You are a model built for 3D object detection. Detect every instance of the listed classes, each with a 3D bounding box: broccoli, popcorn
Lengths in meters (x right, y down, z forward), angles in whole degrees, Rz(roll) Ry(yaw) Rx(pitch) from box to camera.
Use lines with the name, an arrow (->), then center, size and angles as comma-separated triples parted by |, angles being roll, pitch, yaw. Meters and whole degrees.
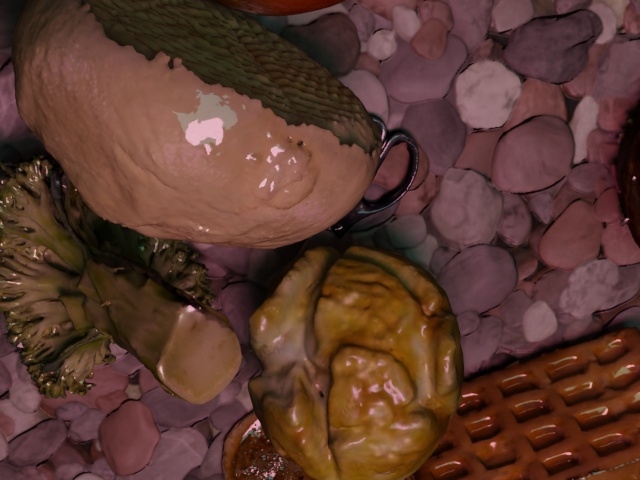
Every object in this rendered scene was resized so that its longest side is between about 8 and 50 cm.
broccoli -> -0.178, 0.071, 1.531 | 0.221, 0.361, 0.252 | -34, 137, -18
popcorn -> 0.041, 0.144, 1.663 | 0.226, 0.276, 0.276 | 14, 111, 12

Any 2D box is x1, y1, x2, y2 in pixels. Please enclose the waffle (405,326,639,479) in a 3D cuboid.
waffle -> 0.257, 0.234, 1.782 | 0.328, 0.224, 0.098 | -20, 130, -4

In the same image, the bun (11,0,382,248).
bun -> -0.129, -0.107, 1.478 | 0.364, 0.364, 0.202 | 23, 107, -22

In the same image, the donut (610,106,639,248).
donut -> 0.449, -0.084, 1.766 | 0.270, 0.103, 0.269 | -6, 113, -15

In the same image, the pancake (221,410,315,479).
pancake -> -0.036, 0.252, 1.821 | 0.158, 0.028, 0.158 | -5, 114, -10

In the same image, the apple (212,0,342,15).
apple -> 0.035, -0.342, 1.478 | 0.179, 0.254, 0.346 | 33, 95, 7

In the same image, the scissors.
scissors -> 0.000, 0.000, 1.727 | 0.109, 0.022, 0.300 | 28, 104, -20
